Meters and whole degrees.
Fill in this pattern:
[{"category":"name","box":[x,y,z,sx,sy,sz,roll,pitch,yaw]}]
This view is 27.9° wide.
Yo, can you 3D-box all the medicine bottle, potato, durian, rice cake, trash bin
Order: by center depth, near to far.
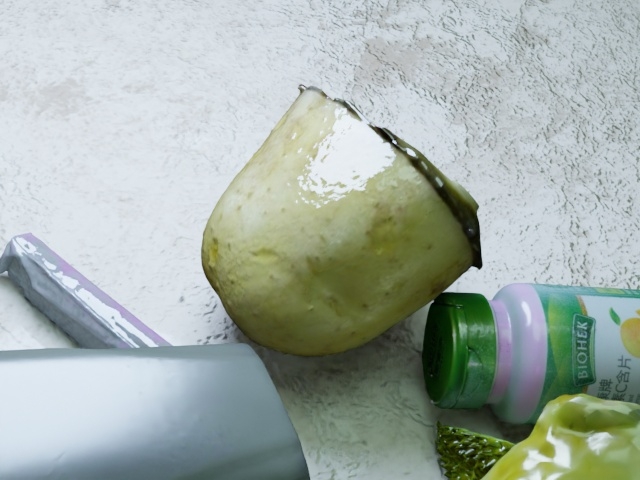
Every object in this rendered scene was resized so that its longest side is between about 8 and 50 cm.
[{"category":"trash bin","box":[-0.160,0.184,0.957,0.250,0.219,0.220,-5,47,-28]},{"category":"durian","box":[0.199,0.208,1.122,0.215,0.086,0.100,18,29,8]},{"category":"rice cake","box":[-0.195,0.077,1.171,0.270,0.055,0.049,34,42,24]},{"category":"potato","box":[0.000,0.000,1.181,0.243,0.242,0.285,-12,26,-25]},{"category":"medicine bottle","box":[0.237,0.107,1.194,0.274,0.133,0.133,3,44,-10]}]

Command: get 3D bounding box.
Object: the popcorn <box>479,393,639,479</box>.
[{"category":"popcorn","box":[0.218,0.266,0.902,0.312,0.312,0.312,7,43,-7]}]
